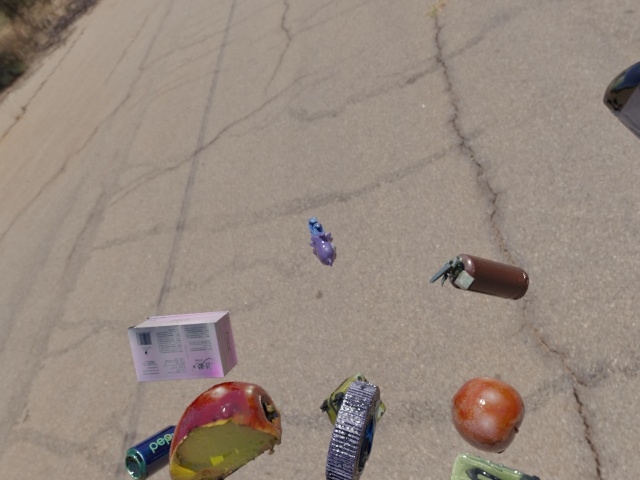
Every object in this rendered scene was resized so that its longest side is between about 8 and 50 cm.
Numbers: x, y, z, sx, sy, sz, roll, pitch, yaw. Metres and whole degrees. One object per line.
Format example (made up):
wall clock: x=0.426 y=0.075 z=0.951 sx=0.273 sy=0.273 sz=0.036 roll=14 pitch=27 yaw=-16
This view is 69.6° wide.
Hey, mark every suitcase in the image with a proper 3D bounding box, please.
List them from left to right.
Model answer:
suitcase: x=0.119 y=0.633 z=1.732 sx=0.143 sy=0.194 sz=0.234 roll=-40 pitch=-9 yaw=33

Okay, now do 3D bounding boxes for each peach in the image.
peach: x=-0.215 y=0.393 z=0.962 sx=0.267 sy=0.159 sz=0.154 roll=-42 pitch=14 yaw=19

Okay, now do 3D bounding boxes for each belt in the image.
belt: x=0.106 y=0.616 z=1.470 sx=0.122 sy=0.260 sz=0.325 roll=10 pitch=75 yaw=19

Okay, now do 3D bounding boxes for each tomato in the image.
tomato: x=0.604 y=0.631 z=1.689 sx=0.264 sy=0.265 sz=0.265 roll=-19 pitch=44 yaw=20

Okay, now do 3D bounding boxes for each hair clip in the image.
hair clip: x=0.598 y=0.806 z=1.509 sx=0.321 sy=0.091 sz=0.139 roll=9 pitch=67 yaw=34

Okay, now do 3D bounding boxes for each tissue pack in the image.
tissue pack: x=-0.348 y=0.271 z=1.170 sx=0.246 sy=0.149 sz=0.092 roll=-7 pitch=6 yaw=14

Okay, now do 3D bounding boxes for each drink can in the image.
drink can: x=-0.553 y=0.719 z=1.573 sx=0.118 sy=0.118 sz=0.204 roll=-1 pitch=9 yaw=34

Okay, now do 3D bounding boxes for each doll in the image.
doll: x=0.000 y=0.000 z=1.259 sx=0.067 sy=0.110 sz=0.206 roll=-18 pitch=43 yaw=-7

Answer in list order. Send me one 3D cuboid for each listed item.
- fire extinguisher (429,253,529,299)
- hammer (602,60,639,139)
fire extinguisher: x=0.411 y=0.096 z=1.193 sx=0.104 sy=0.268 sz=0.105 roll=-32 pitch=52 yaw=53
hammer: x=0.344 y=0.044 z=0.284 sx=0.044 sy=0.427 sz=0.152 roll=-41 pitch=-1 yaw=-15
